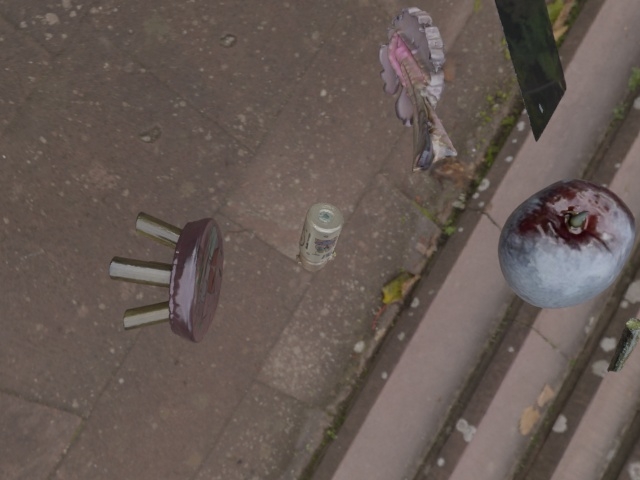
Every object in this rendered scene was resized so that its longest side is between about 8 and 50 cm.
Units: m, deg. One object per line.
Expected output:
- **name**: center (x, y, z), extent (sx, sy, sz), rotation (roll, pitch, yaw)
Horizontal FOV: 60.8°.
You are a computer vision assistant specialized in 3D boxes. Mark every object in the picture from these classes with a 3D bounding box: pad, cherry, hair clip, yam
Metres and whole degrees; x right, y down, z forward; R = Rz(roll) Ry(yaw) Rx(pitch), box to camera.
- **pad**: center (0.258, -0.275, 0.686), extent (0.159, 0.009, 0.265), rotation (-50, 123, -37)
- **cherry**: center (0.464, 0.012, 1.041), extent (0.255, 0.218, 0.296), rotation (-43, 147, -15)
- **hair clip**: center (0.148, -0.218, 0.825), extent (0.069, 0.301, 0.173), rotation (3, 144, -12)
- **yam**: center (0.526, 0.186, 0.942), extent (0.033, 0.027, 0.130), rotation (-30, 137, -23)

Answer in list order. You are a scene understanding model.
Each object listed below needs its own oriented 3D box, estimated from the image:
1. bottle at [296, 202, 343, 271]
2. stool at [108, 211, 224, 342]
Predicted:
- **bottle**: center (0.000, 0.000, 1.449), extent (0.109, 0.097, 0.209), rotation (-3, 145, -15)
- **stool**: center (-0.323, 0.077, 1.188), extent (0.178, 0.272, 0.272), rotation (7, 104, 2)
